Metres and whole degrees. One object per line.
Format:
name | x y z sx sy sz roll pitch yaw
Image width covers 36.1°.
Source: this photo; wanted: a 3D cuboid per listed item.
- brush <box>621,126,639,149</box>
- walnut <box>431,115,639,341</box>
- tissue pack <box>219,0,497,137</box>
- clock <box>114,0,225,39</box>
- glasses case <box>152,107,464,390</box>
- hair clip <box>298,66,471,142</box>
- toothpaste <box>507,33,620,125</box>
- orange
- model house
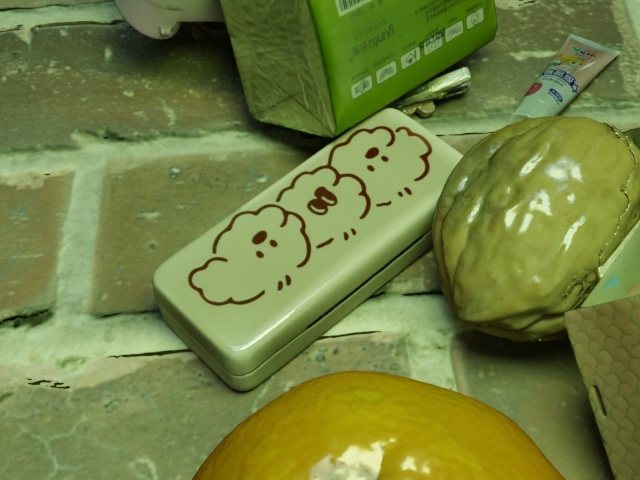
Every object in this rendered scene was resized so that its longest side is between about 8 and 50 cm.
brush | 0.330 0.002 0.997 0.084 0.071 0.301 -5 52 13
walnut | 0.209 -0.014 0.932 0.198 0.198 0.245 34 80 25
tissue pack | 0.043 -0.268 1.086 0.274 0.200 0.167 -35 37 -32
clock | -0.135 -0.399 1.199 0.295 0.113 0.322 -9 65 -33
glasses case | 0.000 0.000 1.003 0.336 0.076 0.144 -38 61 -23
hair clip | 0.074 -0.156 1.138 0.213 0.056 0.062 -19 75 -4
toothpaste | 0.284 -0.185 1.158 0.067 0.043 0.194 26 52 24
orange | 0.038 0.243 0.684 0.312 0.312 0.312 -1 53 1
model house | 0.347 0.129 0.807 0.326 0.169 0.244 43 69 -7
